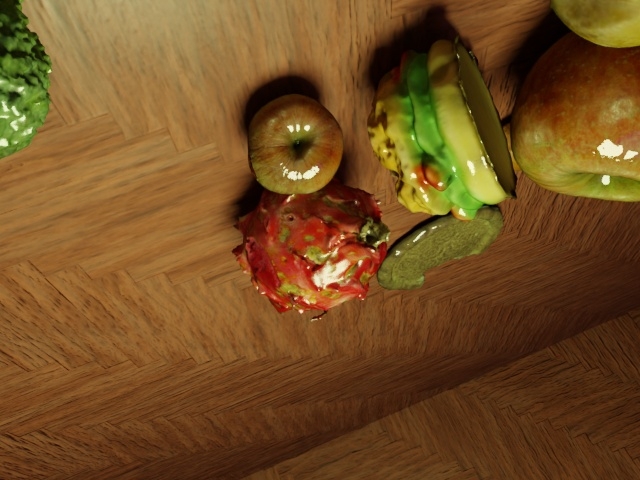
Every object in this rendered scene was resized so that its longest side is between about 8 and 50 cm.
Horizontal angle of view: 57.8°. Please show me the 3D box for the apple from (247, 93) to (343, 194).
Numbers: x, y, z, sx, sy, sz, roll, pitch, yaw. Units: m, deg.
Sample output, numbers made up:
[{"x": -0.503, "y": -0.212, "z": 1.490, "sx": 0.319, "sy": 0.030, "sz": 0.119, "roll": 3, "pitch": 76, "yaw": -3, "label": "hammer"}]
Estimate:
[{"x": -0.032, "y": -0.120, "z": 0.733, "sx": 0.126, "sy": 0.125, "sz": 0.102, "roll": -23, "pitch": -171, "yaw": -4, "label": "apple"}]

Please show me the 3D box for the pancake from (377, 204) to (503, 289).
[{"x": 0.255, "y": 0.024, "z": 1.243, "sx": 0.289, "sy": 0.033, "sz": 0.286, "roll": -9, "pitch": 145, "yaw": -26, "label": "pancake"}]

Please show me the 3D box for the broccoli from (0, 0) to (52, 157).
[{"x": -0.341, "y": -0.153, "z": 0.454, "sx": 0.302, "sy": 0.185, "sz": 0.254, "roll": 7, "pitch": 174, "yaw": 37, "label": "broccoli"}]

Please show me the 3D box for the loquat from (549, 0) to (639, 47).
[{"x": 0.334, "y": -0.314, "z": 0.618, "sx": 0.213, "sy": 0.213, "sz": 0.213, "roll": -18, "pitch": 149, "yaw": -12, "label": "loquat"}]

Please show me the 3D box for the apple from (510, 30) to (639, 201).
[{"x": 0.420, "y": -0.188, "z": 0.797, "sx": 0.310, "sy": 0.249, "sz": 0.277, "roll": 9, "pitch": 175, "yaw": -17, "label": "apple"}]

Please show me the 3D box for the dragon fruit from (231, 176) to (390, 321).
[{"x": 0.000, "y": 0.000, "z": 0.834, "sx": 0.210, "sy": 0.205, "sz": 0.268, "roll": -41, "pitch": -164, "yaw": -32, "label": "dragon fruit"}]

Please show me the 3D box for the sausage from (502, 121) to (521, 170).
[{"x": 0.404, "y": -0.181, "z": 0.978, "sx": 0.239, "sy": 0.098, "sz": 0.098, "roll": -17, "pitch": 148, "yaw": -11, "label": "sausage"}]

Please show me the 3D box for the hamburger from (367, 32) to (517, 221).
[{"x": 0.150, "y": -0.132, "z": 0.753, "sx": 0.149, "sy": 0.236, "sz": 0.237, "roll": -18, "pitch": 154, "yaw": 26, "label": "hamburger"}]
